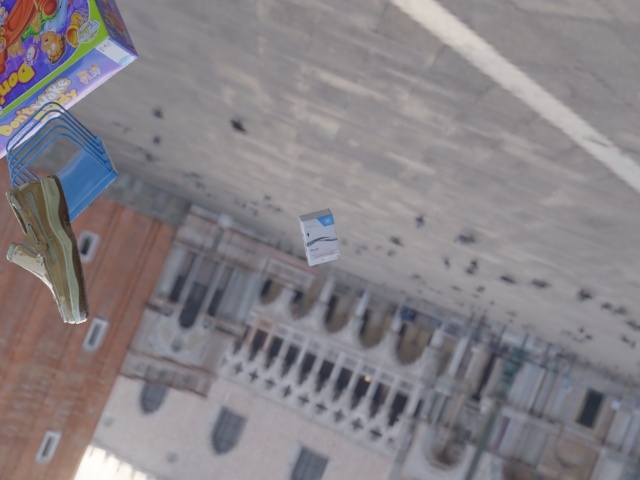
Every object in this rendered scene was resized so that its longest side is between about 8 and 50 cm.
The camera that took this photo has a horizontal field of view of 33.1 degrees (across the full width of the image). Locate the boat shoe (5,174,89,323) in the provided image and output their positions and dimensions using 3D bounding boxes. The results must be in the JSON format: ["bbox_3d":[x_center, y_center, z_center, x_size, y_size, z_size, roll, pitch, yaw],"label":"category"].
[{"bbox_3d":[-0.294,0.014,1.141,0.072,0.068,0.190,-11,-130,-18],"label":"boat shoe"}]

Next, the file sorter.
[{"bbox_3d":[-0.380,-0.113,1.553,0.104,0.118,0.170,43,-176,-30],"label":"file sorter"}]

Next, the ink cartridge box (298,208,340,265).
[{"bbox_3d":[0.000,0.000,1.601,0.048,0.083,0.028,-15,-157,-8],"label":"ink cartridge box"}]

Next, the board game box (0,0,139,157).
[{"bbox_3d":[-0.478,-0.295,1.720,0.078,0.347,0.233,31,-150,-59],"label":"board game box"}]
